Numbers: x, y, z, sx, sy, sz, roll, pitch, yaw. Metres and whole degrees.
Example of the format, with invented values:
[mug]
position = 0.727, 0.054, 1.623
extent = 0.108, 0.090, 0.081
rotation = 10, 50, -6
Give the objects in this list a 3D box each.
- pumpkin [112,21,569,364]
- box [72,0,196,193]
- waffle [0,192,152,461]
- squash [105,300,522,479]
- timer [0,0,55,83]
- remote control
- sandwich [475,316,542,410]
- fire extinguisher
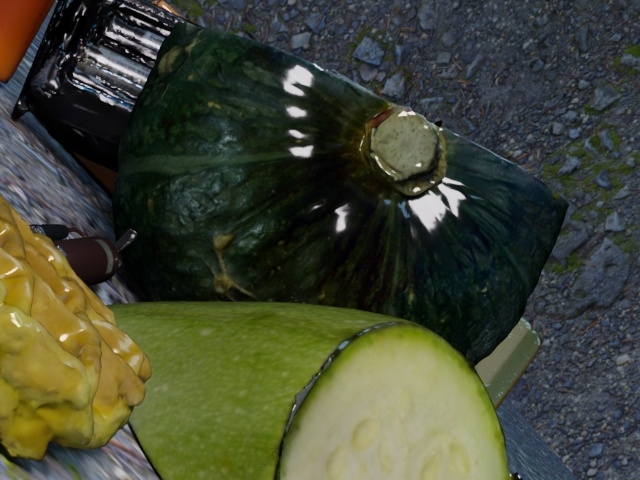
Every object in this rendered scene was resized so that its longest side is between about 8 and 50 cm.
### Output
[pumpkin]
position = 0.000, 0.000, 1.133
extent = 0.293, 0.197, 0.263
rotation = 23, -2, -8
[box]
position = -0.059, -0.033, 1.454
extent = 0.341, 0.143, 0.225
rotation = 45, 4, 1
[waffle]
position = -0.149, 0.011, 0.702
extent = 0.211, 0.055, 0.160
rotation = 46, 3, -27
[squash]
position = -0.043, 0.126, 0.921
extent = 0.260, 0.189, 0.189
rotation = -3, -37, 45
[timer]
position = -0.324, -0.276, 1.365
extent = 0.250, 0.161, 0.257
rotation = 29, 12, -23
[remote control]
position = -0.024, -0.070, 1.300
extent = 0.399, 0.144, 0.062
rotation = 23, -18, -12
[sandwich]
position = 0.155, 0.145, 1.751
extent = 0.079, 0.163, 0.113
rotation = 46, 5, -9
[fire extinguisher]
position = -0.144, 0.008, 0.976
extent = 0.049, 0.035, 0.173
rotation = 9, 2, 4
